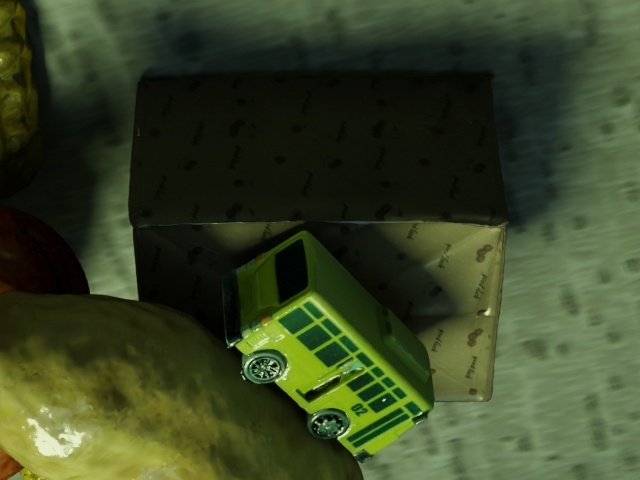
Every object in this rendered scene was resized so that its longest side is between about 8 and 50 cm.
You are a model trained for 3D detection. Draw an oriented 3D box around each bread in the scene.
[{"bbox_3d":[-0.267,-0.167,1.330,0.077,0.084,0.367,35,146,26],"label":"bread"}]

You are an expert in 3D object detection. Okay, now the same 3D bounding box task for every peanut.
[{"bbox_3d":[-0.113,0.163,1.337,0.169,0.192,0.387,-25,131,33],"label":"peanut"}]

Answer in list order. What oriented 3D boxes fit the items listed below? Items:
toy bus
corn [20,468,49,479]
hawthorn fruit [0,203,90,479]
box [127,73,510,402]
[{"bbox_3d":[0.010,0.083,1.329,0.101,0.088,0.175,-33,125,18],"label":"toy bus"},{"bbox_3d":[-0.168,0.244,1.752,0.305,0.106,0.106,27,129,-28],"label":"corn"},{"bbox_3d":[-0.346,0.068,1.427,0.300,0.254,0.254,16,135,0],"label":"hawthorn fruit"},{"bbox_3d":[0.000,0.000,1.442,0.297,0.190,0.225,-1,135,-2],"label":"box"}]
